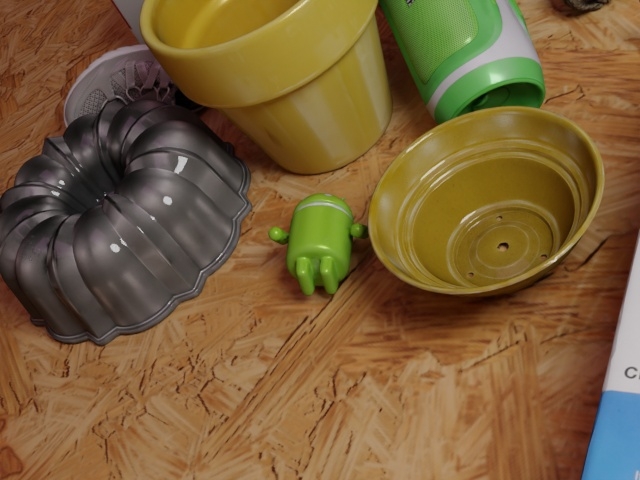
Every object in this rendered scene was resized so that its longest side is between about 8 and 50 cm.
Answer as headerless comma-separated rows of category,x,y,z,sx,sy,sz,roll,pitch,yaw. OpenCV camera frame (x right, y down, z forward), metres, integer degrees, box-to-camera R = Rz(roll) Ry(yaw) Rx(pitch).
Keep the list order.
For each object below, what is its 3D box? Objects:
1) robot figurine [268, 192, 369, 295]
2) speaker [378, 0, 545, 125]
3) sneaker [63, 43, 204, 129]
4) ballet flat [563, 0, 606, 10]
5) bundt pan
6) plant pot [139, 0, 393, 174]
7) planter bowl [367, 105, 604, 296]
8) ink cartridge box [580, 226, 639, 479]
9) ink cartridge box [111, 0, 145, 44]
robot figurine,0.000,0.000,0.916,0.101,0.067,0.115,-4,50,14
speaker,0.136,-0.254,0.965,0.131,0.131,0.297,-24,64,9
sneaker,-0.223,-0.207,1.197,0.281,0.105,0.115,-26,44,7
ballet flat,0.368,-0.343,1.019,0.250,0.058,0.084,-42,23,-16
bundt pan,-0.253,-0.046,1.063,0.330,0.124,0.331,-16,46,17
plant pot,-0.035,-0.211,0.996,0.253,0.239,0.254,-15,47,17
planter bowl,0.160,-0.017,0.822,0.217,0.090,0.217,-16,46,18
ink cartridge box,0.358,0.064,0.583,0.285,0.166,0.395,3,54,32
ink cartridge box,-0.235,-0.387,1.342,0.072,0.127,0.175,-3,52,26
